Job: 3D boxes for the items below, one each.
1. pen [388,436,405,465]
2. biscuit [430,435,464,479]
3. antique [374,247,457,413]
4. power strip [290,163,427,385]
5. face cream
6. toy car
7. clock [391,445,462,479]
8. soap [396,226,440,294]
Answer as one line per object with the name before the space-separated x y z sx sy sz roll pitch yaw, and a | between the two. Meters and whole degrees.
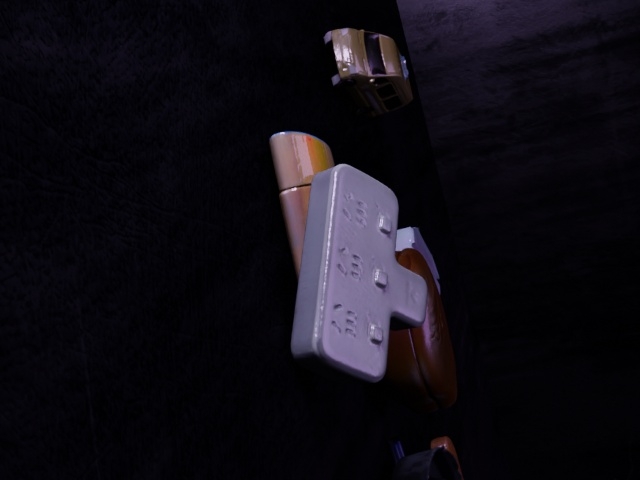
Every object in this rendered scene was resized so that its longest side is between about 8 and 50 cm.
pen | 0.142 0.398 2.054 0.025 0.025 0.204 -79 153 -64
biscuit | 0.262 0.534 2.434 0.202 0.047 0.333 45 34 -69
antique | 0.130 0.140 2.011 0.223 0.129 0.278 -90 163 -51
power strip | 0.057 0.053 1.623 0.194 0.059 0.264 27 59 -40
face cream | 0.000 0.000 1.680 0.139 0.067 0.285 -4 81 -68
toy car | 0.092 -0.309 2.344 0.257 0.124 0.101 42 35 -73
clock | 0.178 0.476 1.957 0.325 0.067 0.325 -11 90 -73
soap | 0.151 0.070 2.301 0.230 0.091 0.145 60 23 -57
